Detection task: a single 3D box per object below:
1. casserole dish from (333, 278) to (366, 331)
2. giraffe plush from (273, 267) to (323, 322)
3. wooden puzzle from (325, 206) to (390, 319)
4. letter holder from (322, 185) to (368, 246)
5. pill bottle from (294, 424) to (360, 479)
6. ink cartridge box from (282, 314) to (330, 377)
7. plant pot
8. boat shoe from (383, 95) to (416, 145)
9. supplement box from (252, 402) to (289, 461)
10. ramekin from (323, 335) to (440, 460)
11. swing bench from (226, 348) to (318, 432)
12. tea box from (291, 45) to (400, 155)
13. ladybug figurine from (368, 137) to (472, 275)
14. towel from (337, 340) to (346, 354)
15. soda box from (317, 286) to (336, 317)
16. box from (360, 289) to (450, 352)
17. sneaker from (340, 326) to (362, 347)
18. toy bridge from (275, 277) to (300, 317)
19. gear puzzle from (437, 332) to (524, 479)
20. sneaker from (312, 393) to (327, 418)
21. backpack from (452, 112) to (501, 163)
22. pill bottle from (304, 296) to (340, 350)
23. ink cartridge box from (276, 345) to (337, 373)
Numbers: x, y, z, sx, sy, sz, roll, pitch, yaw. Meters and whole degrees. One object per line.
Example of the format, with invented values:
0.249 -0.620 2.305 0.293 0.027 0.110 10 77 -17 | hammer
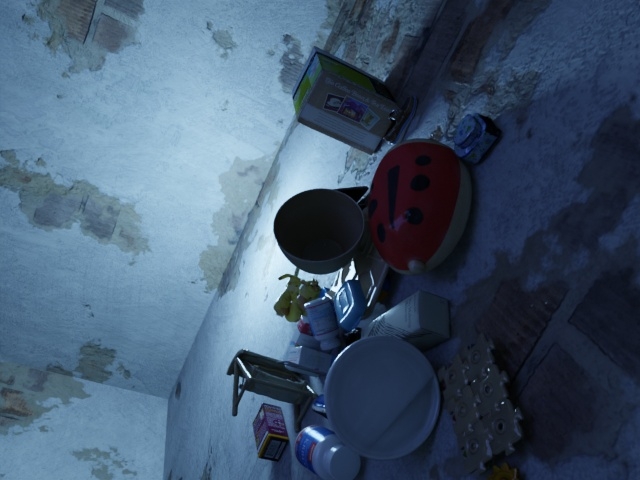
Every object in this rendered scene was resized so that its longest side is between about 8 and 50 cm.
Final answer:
0.082 0.185 1.655 0.114 0.037 0.188 -56 21 21 | casserole dish
-0.055 0.204 2.070 0.170 0.182 0.210 -1 87 57 | giraffe plush
0.161 0.065 1.767 0.347 0.081 0.322 -65 20 0 | wooden puzzle
0.060 -0.057 2.069 0.302 0.215 0.152 -44 64 49 | letter holder
0.020 0.590 1.545 0.221 0.124 0.124 -19 54 66 | pill bottle
-0.037 0.361 1.907 0.175 0.128 0.072 -66 19 9 | ink cartridge box
0.000 0.000 1.801 0.191 0.284 0.284 83 -169 -55 | plant pot
0.274 -0.423 1.940 0.183 0.066 0.066 -69 20 3 | boat shoe
-0.184 0.695 2.039 0.104 0.081 0.188 -65 21 14 | supplement box
0.131 0.358 1.301 0.127 0.273 0.272 139 147 -76 | ramekin
-0.175 0.499 1.952 0.165 0.253 0.254 -64 21 15 | swing bench
0.086 -0.541 2.159 0.220 0.329 0.323 -59 22 27 | tea box
0.244 -0.110 1.492 0.305 0.162 0.449 -30 39 33 | ladybug figurine
0.078 0.350 1.795 0.060 0.009 0.083 -69 20 5 | towel
0.005 0.275 1.972 0.210 0.067 0.071 -66 20 10 | soda box
0.210 0.236 1.434 0.275 0.094 0.113 -47 30 48 | box
0.105 0.294 1.676 0.188 0.078 0.067 9 79 71 | sneaker
-0.123 0.243 2.340 0.188 0.063 0.026 -64 20 13 | toy bridge
0.333 0.354 1.091 0.175 0.044 0.338 -54 28 33 | gear puzzle
0.094 0.437 1.547 0.330 0.130 0.147 -29 30 57 | sneaker
0.394 -0.266 1.453 0.105 0.084 0.114 -96 30 -55 | backpack
0.010 0.270 1.819 0.087 0.087 0.160 -18 90 66 | pill bottle
-0.039 0.386 1.809 0.104 0.181 0.061 -28 45 61 | ink cartridge box
